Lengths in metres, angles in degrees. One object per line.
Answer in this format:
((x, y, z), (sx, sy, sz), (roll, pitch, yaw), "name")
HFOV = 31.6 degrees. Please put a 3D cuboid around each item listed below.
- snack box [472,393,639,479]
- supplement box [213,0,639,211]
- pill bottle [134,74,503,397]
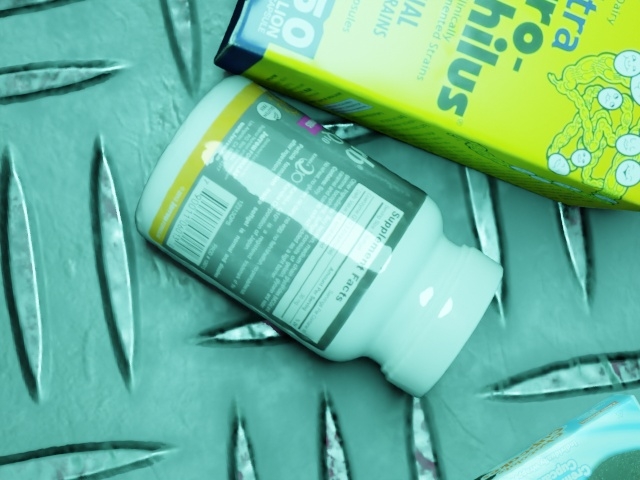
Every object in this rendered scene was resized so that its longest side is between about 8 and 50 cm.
((0.174, 0.292, 0.962), (0.322, 0.060, 0.187), (-31, 86, -5), "snack box")
((0.118, -0.172, 0.904), (0.356, 0.195, 0.194), (20, 91, -10), "supplement box")
((0.000, 0.000, 0.937), (0.278, 0.162, 0.162), (33, 84, 1), "pill bottle")
